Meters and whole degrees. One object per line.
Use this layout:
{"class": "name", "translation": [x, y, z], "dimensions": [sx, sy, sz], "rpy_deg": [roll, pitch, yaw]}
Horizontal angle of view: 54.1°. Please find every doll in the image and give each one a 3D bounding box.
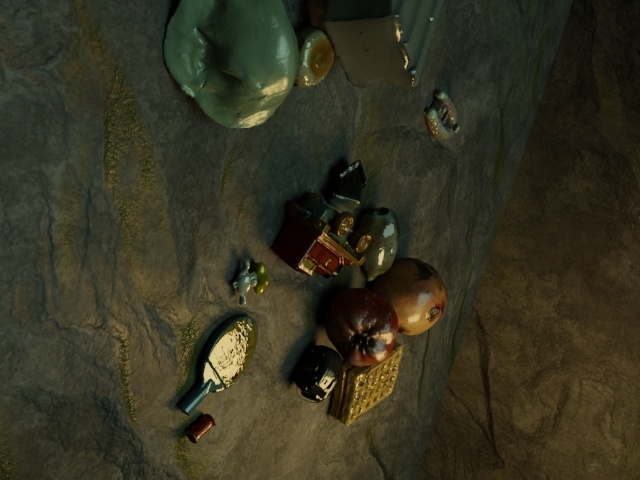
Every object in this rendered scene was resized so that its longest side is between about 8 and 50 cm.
{"class": "doll", "translation": [-0.199, 0.121, 1.760], "dimensions": [0.113, 0.072, 0.135], "rpy_deg": [18, 97, -51]}

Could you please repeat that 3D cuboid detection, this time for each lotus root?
{"class": "lotus root", "translation": [0.213, 0.029, 2.270], "dimensions": [0.158, 0.140, 0.322], "rpy_deg": [-38, 140, -41]}

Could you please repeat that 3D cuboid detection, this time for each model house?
{"class": "model house", "translation": [0.090, -0.179, 2.011], "dimensions": [0.165, 0.106, 0.152], "rpy_deg": [134, -29, -77]}

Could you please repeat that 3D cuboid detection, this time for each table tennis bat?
{"class": "table tennis bat", "translation": [-0.285, 0.355, 1.788], "dimensions": [0.329, 0.044, 0.215], "rpy_deg": [-52, 146, -29]}

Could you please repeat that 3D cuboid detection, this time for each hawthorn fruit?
{"class": "hawthorn fruit", "translation": [0.143, 0.301, 2.207], "dimensions": [0.284, 0.284, 0.284], "rpy_deg": [-35, 135, -43]}

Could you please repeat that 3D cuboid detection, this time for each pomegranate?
{"class": "pomegranate", "translation": [0.348, 0.223, 2.471], "dimensions": [0.322, 0.322, 0.321], "rpy_deg": [-35, 135, -43]}

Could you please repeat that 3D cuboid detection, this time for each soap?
{"class": "soap", "translation": [0.186, -0.671, 1.659], "dimensions": [0.350, 0.213, 0.434], "rpy_deg": [53, 50, -59]}

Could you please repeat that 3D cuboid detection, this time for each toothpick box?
{"class": "toothpick box", "translation": [-0.343, 0.538, 1.798], "dimensions": [0.083, 0.047, 0.047], "rpy_deg": [-38, 138, -42]}

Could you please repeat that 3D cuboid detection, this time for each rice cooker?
{"class": "rice cooker", "translation": [-0.010, 0.462, 2.181], "dimensions": [0.118, 0.142, 0.202], "rpy_deg": [49, 57, -45]}

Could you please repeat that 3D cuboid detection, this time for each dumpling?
{"class": "dumpling", "translation": [-0.173, -0.410, 1.369], "dimensions": [0.212, 0.270, 0.320], "rpy_deg": [-49, 125, -68]}

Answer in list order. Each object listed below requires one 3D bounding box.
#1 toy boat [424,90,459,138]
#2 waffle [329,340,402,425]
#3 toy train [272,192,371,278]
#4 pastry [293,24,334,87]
{"class": "toy boat", "translation": [0.487, -0.479, 2.444], "dimensions": [0.155, 0.085, 0.227], "rpy_deg": [-63, 149, -12]}
{"class": "waffle", "translation": [0.189, 0.580, 2.594], "dimensions": [0.376, 0.114, 0.260], "rpy_deg": [-19, 126, -52]}
{"class": "toy train", "translation": [0.000, 0.000, 1.906], "dimensions": [0.231, 0.163, 0.369], "rpy_deg": [-53, 148, -1]}
{"class": "pastry", "translation": [-0.031, -0.477, 1.636], "dimensions": [0.166, 0.088, 0.165], "rpy_deg": [-35, 137, -41]}
